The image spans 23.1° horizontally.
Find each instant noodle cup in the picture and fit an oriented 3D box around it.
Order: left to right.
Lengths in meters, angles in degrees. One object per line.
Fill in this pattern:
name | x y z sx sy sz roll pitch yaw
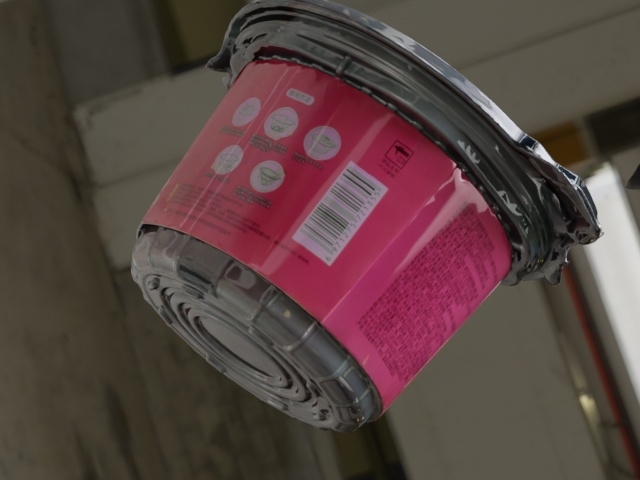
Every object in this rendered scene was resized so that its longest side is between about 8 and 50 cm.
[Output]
instant noodle cup | 0.000 0.000 0.969 0.302 0.182 0.258 14 -30 51

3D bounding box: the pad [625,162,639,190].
pad | 0.210 -0.049 0.519 0.190 0.127 0.004 11 -38 40
